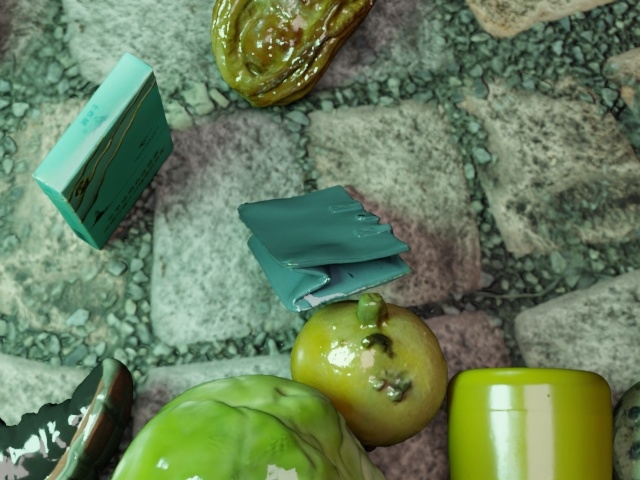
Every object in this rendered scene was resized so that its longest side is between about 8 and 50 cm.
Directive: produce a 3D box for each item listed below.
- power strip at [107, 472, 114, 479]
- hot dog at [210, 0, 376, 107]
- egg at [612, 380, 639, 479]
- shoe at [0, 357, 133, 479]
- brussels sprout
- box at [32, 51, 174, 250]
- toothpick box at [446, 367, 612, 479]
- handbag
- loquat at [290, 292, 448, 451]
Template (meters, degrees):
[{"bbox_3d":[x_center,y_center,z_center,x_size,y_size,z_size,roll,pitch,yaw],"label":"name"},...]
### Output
[{"bbox_3d":[-0.141,0.368,1.030,0.080,0.048,0.286,-35,80,-16],"label":"power strip"},{"bbox_3d":[-0.030,-0.291,1.177,0.175,0.114,0.259,29,75,5],"label":"hot dog"},{"bbox_3d":[0.382,0.235,1.047,0.141,0.141,0.181,13,72,0],"label":"egg"},{"bbox_3d":[-0.319,0.235,1.029,0.137,0.114,0.291,38,80,12],"label":"shoe"},{"bbox_3d":[-0.066,0.268,0.920,0.317,0.242,0.273,-9,88,-12],"label":"brussels sprout"},{"bbox_3d":[-0.230,-0.090,1.052,0.041,0.229,0.162,32,76,5],"label":"box"},{"bbox_3d":[0.221,0.275,1.013,0.175,0.175,0.271,2,78,-3],"label":"toothpick box"},{"bbox_3d":[0.000,0.000,1.059,0.144,0.221,0.057,-15,112,-14],"label":"handbag"},{"bbox_3d":[0.052,0.134,1.032,0.172,0.204,0.149,25,50,23],"label":"loquat"}]
